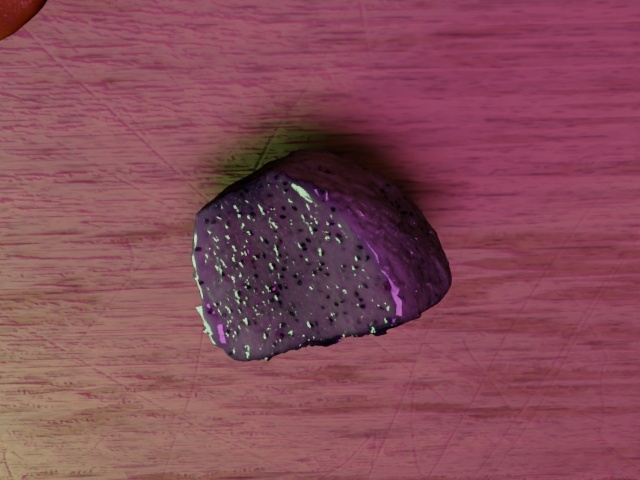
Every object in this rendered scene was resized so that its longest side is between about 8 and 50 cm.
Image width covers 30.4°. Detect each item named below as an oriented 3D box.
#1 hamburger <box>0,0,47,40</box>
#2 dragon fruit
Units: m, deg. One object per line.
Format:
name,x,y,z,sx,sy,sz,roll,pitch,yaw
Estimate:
hamburger,-0.324,-0.320,1.039,0.290,0.225,0.291,3,128,4
dragon fruit,0.000,0.000,1.366,0.283,0.204,0.221,-19,103,34
